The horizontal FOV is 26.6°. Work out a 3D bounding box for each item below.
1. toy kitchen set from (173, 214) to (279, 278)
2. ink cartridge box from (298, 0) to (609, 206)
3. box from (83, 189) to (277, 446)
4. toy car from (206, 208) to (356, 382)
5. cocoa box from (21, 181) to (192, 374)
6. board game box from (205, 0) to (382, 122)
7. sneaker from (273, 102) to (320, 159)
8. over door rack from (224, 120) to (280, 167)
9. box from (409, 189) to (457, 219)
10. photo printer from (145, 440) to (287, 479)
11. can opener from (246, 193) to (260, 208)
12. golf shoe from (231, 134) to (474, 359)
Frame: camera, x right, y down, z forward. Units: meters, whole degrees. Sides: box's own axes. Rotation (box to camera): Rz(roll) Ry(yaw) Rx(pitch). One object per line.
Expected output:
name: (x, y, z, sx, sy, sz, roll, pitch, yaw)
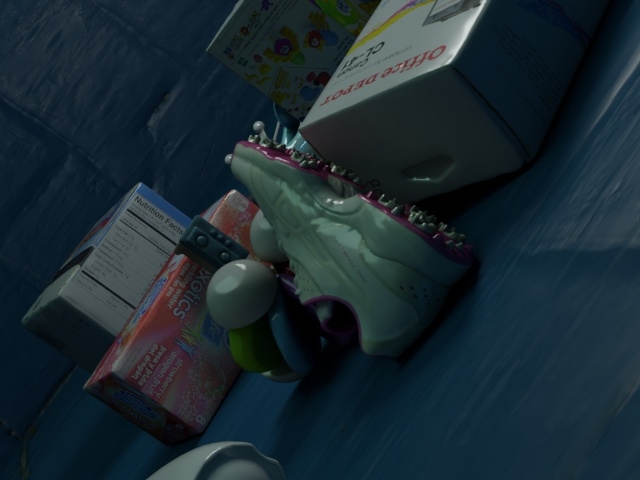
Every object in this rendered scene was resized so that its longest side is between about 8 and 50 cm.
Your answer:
toy kitchen set: (-0.055, -0.033, 1.692, 0.207, 0.166, 0.122, -58, 11, -21)
ink cartridge box: (0.146, -0.195, 1.339, 0.226, 0.131, 0.306, -19, 31, 48)
box: (-0.158, 0.101, 1.771, 0.300, 0.142, 0.154, -59, 12, -26)
toy car: (-0.013, 0.059, 1.359, 0.136, 0.159, 0.182, 16, 62, 38)
cocoa box: (-0.301, 0.089, 2.185, 0.228, 0.231, 0.347, -57, 11, -20)
board game box: (0.021, -0.232, 1.705, 0.144, 0.275, 0.142, -47, 12, 32)
sneaker: (0.022, -0.192, 1.920, 0.366, 0.150, 0.135, -59, 13, -27)
over door rack: (-0.060, -0.203, 2.427, 0.239, 0.108, 0.324, -41, 16, 45)
box: (0.098, -0.064, 1.464, 0.184, 0.045, 0.190, -36, 20, 48)
photo printer: (-0.151, 0.315, 1.148, 0.256, 0.107, 0.307, -40, 17, 52)
can opener: (-0.060, -0.058, 2.115, 0.093, 0.074, 0.280, -20, -4, -27)
golf shoe: (0.000, 0.000, 1.236, 0.306, 0.115, 0.140, 33, 103, 47)
